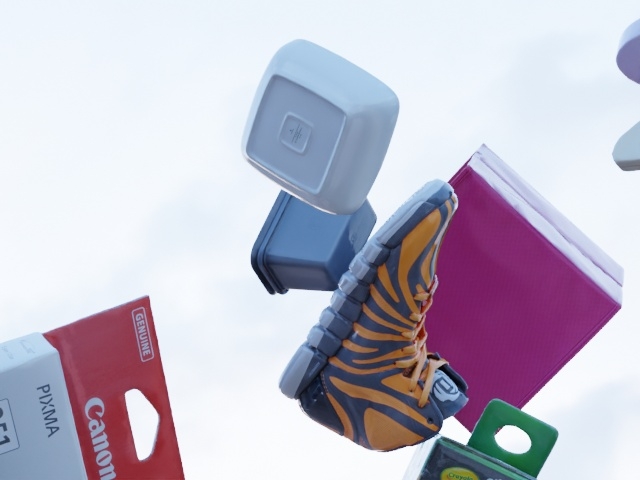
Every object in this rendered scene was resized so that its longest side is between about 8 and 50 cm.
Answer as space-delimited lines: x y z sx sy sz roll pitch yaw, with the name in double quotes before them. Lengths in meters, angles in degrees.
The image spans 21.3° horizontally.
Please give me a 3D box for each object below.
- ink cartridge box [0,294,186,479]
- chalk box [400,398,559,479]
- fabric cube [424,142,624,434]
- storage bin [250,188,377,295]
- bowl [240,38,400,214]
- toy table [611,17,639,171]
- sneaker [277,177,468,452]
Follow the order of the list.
"ink cartridge box" -0.262 0.234 1.791 0.261 0.066 0.296 -19 -64 -22
"chalk box" 0.173 0.329 1.970 0.180 0.289 0.179 27 -6 0
"fabric cube" 0.212 0.062 2.203 0.254 0.258 0.259 -49 -1 15
"storage bin" 0.000 0.000 1.867 0.091 0.135 0.098 9 -32 31
"bowl" -0.010 -0.102 1.586 0.053 0.142 0.142 -22 -41 -55
"toy table" 0.460 -0.161 1.941 0.274 0.160 0.252 -11 -34 45
"sneaker" 0.100 0.093 1.807 0.124 0.180 0.321 -41 -15 -56
